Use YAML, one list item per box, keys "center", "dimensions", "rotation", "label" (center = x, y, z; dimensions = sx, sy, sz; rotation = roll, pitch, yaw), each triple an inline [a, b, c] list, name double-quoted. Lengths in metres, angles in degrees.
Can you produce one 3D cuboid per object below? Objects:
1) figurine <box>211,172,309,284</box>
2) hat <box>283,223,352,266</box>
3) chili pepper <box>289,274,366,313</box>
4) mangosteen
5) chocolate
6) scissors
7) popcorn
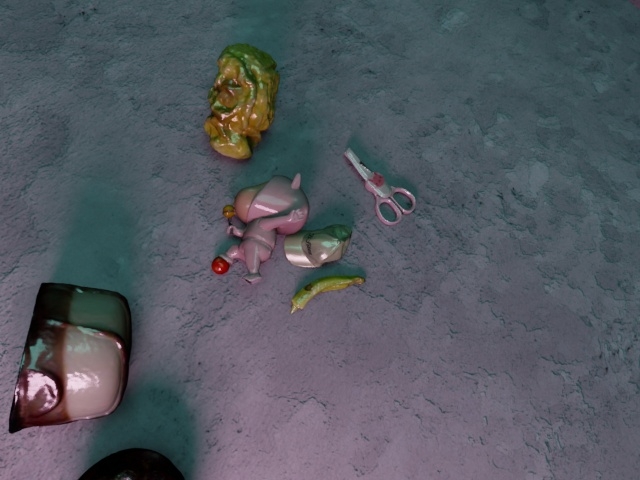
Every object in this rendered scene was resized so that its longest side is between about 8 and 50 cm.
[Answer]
- center: [-0.143, -0.039, 1.132]
  dimensions: [0.186, 0.176, 0.287]
  rotation: [30, 74, -3]
  label: "figurine"
- center: [-0.005, 0.002, 1.195]
  dimensions: [0.166, 0.081, 0.122]
  rotation: [5, 64, 1]
  label: "hat"
- center: [0.013, 0.111, 1.168]
  dimensions: [0.208, 0.043, 0.049]
  rotation: [-22, 61, -19]
  label: "chili pepper"
- center: [-0.333, 0.479, 0.826]
  dimensions: [0.236, 0.261, 0.235]
  rotation: [4, 66, -8]
  label: "mangosteen"
- center: [-0.458, 0.224, 0.925]
  dimensions: [0.186, 0.284, 0.283]
  rotation: [14, 65, -26]
  label: "chocolate"
- center: [0.147, -0.153, 1.308]
  dimensions: [0.118, 0.030, 0.242]
  rotation: [-38, 84, -22]
  label: "scissors"
- center: [-0.197, -0.369, 1.224]
  dimensions: [0.174, 0.225, 0.285]
  rotation: [12, 65, -2]
  label: "popcorn"
